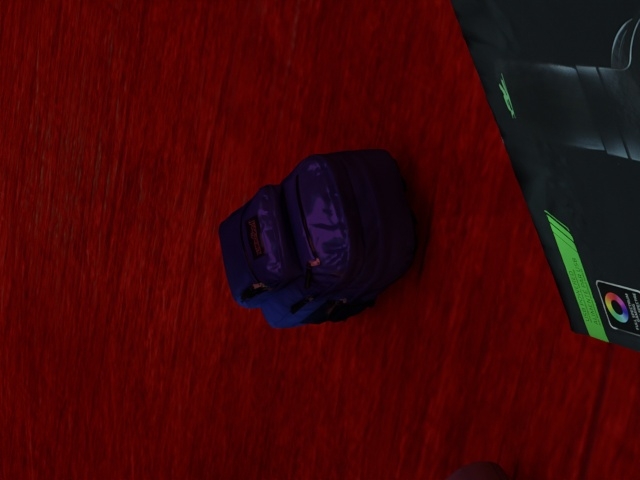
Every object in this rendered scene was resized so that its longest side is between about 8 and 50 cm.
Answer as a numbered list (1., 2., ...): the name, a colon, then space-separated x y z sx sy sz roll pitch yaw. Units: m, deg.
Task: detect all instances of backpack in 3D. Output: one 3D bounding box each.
1. backpack: 0.000 0.000 1.196 0.120 0.101 0.098 -32 71 52

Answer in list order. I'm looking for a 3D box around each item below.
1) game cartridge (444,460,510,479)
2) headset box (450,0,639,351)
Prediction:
1. game cartridge: 0.051 0.295 1.091 0.294 0.060 0.196 -52 50 23
2. headset box: 0.180 -0.073 0.751 0.283 0.131 0.246 19 136 60
